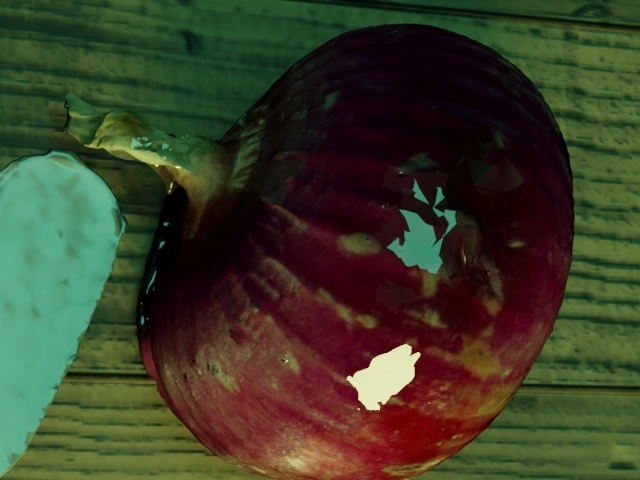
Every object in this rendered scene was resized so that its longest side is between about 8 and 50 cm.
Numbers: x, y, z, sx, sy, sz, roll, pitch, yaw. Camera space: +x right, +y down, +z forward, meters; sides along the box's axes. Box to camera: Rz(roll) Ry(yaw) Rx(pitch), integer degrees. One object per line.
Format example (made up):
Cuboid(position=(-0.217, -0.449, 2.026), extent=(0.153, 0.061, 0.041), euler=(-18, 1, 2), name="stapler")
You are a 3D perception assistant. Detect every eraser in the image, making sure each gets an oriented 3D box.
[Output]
Cuboid(position=(-0.187, 0.058, 1.037), extent=(0.081, 0.227, 0.174), euler=(29, 69, -12), name="eraser")

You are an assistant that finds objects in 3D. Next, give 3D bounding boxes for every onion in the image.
Cuboid(position=(0.029, 0.011, 1.135), extent=(0.272, 0.230, 0.256), euler=(-1, 78, -29), name="onion")
